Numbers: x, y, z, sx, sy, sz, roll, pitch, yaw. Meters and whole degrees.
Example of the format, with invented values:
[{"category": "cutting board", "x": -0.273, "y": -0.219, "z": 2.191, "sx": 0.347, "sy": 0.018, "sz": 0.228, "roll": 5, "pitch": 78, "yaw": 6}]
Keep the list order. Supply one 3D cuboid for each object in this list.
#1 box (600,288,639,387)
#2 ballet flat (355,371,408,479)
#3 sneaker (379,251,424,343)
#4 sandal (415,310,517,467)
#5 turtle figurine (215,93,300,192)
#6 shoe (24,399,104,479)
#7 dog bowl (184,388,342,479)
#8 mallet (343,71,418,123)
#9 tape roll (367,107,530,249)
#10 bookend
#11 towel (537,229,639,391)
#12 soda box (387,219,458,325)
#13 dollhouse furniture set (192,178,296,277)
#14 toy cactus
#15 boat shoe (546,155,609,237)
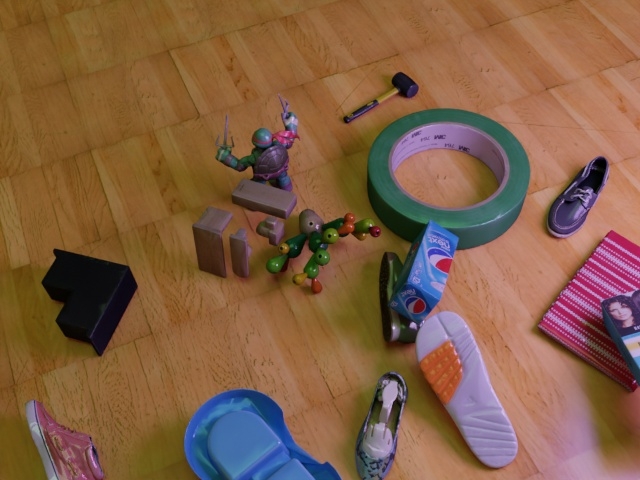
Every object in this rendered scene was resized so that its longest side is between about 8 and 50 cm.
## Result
[{"category": "box", "x": 0.539, "y": 0.174, "z": 1.224, "sx": 0.100, "sy": 0.060, "sz": 0.244, "roll": -18, "pitch": 31, "yaw": 8}, {"category": "ballet flat", "x": 0.099, "y": 0.296, "z": 1.248, "sx": 0.070, "sy": 0.070, "sz": 0.188, "roll": 10, "pitch": 55, "yaw": 9}, {"category": "sneaker", "x": 0.157, "y": 0.107, "z": 1.394, "sx": 0.086, "sy": 0.064, "sz": 0.192, "roll": 9, "pitch": 48, "yaw": -10}, {"category": "sandal", "x": 0.238, "y": 0.250, "z": 1.280, "sx": 0.102, "sy": 0.076, "sz": 0.265, "roll": -24, "pitch": 76, "yaw": 2}, {"category": "turtle figurine", "x": -0.113, "y": -0.164, "z": 1.489, "sx": 0.175, "sy": 0.234, "sz": 0.118, "roll": -17, "pitch": 54, "yaw": -11}, {"category": "shoe", "x": -0.416, "y": 0.326, "z": 1.249, "sx": 0.081, "sy": 0.063, "sz": 0.178, "roll": -24, "pitch": 62, "yaw": -16}, {"category": "dog bowl", "x": -0.085, "y": 0.369, "z": 1.196, "sx": 0.166, "sy": 0.074, "sz": 0.297, "roll": -35, "pitch": 59, "yaw": -22}, {"category": "mallet", "x": 0.138, "y": -0.308, "z": 1.715, "sx": 0.190, "sy": 0.039, "sz": 0.062, "roll": -39, "pitch": 58, "yaw": -19}, {"category": "tape roll", "x": 0.255, "y": -0.129, "z": 1.550, "sx": 0.321, "sy": 0.077, "sz": 0.321, "roll": -1, "pitch": 54, "yaw": 1}, {"category": "bookend", "x": -0.442, "y": 0.110, "z": 1.400, "sx": 0.156, "sy": 0.072, "sz": 0.157, "roll": 12, "pitch": 56, "yaw": 12}, {"category": "towel", "x": 0.544, "y": 0.119, "z": 1.385, "sx": 0.199, "sy": 0.031, "sz": 0.275, "roll": 35, "pitch": 64, "yaw": 22}, {"category": "soda box", "x": 0.185, "y": 0.053, "z": 1.359, "sx": 0.067, "sy": 0.071, "sz": 0.210, "roll": 32, "pitch": 35, "yaw": -2}, {"category": "dollhouse furniture set", "x": -0.139, "y": -0.015, "z": 1.461, "sx": 0.144, "sy": 0.123, "sz": 0.151, "roll": 17, "pitch": 49, "yaw": 14}, {"category": "toy cactus", "x": 0.000, "y": 0.000, "z": 1.456, "sx": 0.219, "sy": 0.112, "sz": 0.180, "roll": -32, "pitch": 31, "yaw": 6}, {"category": "boat shoe", "x": 0.511, "y": -0.091, "z": 1.518, "sx": 0.075, "sy": 0.065, "sz": 0.206, "roll": 31, "pitch": 60, "yaw": 22}]
